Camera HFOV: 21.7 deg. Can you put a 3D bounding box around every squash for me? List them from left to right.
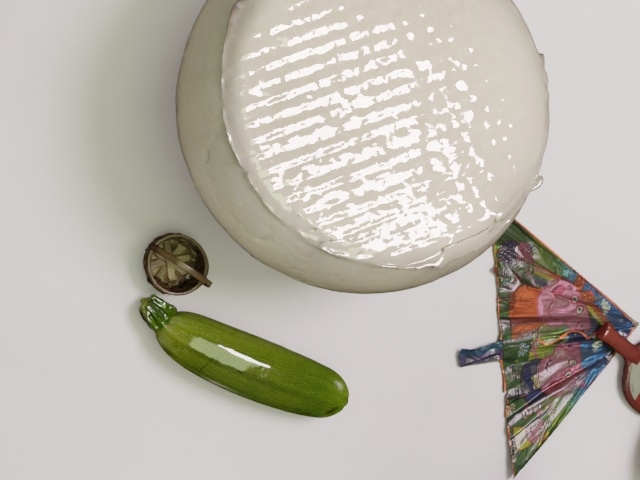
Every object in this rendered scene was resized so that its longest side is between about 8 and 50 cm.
[{"bbox_3d":[-0.080,0.130,1.762,0.252,0.066,0.066,24,88,-19],"label":"squash"}]

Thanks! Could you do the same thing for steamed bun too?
[{"bbox_3d":[0.030,-0.126,1.673,0.374,0.241,0.374,3,83,-23],"label":"steamed bun"}]

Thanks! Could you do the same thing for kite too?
[{"bbox_3d":[0.263,0.106,1.905,0.234,0.016,0.321,-8,99,-18],"label":"kite"}]

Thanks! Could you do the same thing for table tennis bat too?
[{"bbox_3d":[0.375,0.144,1.943,0.154,0.019,0.098,38,83,-27],"label":"table tennis bat"}]

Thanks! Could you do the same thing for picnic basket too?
[{"bbox_3d":[-0.146,0.026,1.717,0.072,0.083,0.072,-2,97,-20],"label":"picnic basket"}]
